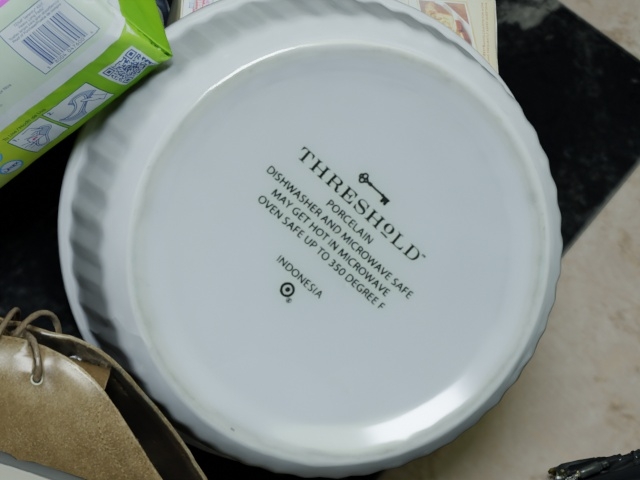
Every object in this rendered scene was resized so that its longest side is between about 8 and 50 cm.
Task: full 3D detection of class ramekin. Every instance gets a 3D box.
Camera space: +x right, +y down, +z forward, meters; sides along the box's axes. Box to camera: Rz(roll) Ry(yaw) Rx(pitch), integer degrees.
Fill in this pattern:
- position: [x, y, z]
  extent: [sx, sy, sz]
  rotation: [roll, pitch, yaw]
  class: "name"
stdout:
- position: [0.000, 0.000, 0.867]
  extent: [0.273, 0.127, 0.272]
  rotation: [-1, 98, -9]
  class: "ramekin"

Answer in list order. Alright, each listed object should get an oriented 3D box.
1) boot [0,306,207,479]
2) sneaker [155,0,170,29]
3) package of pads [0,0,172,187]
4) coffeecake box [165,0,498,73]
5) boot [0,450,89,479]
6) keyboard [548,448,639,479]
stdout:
- position: [-0.164, 0.055, 0.798]
  extent: [0.305, 0.115, 0.112]
  rotation: [54, 21, -15]
  class: "boot"
- position: [-0.106, -0.198, 1.061]
  extent: [0.226, 0.086, 0.163]
  rotation: [-26, 61, -21]
  class: "sneaker"
- position: [-0.221, -0.154, 0.908]
  extent: [0.101, 0.229, 0.296]
  rotation: [31, 31, -47]
  class: "package of pads"
- position: [-0.004, -0.091, 0.996]
  extent: [0.186, 0.142, 0.068]
  rotation: [9, 55, -11]
  class: "coffeecake box"
- position: [-0.161, 0.159, 0.368]
  extent: [0.377, 0.138, 0.284]
  rotation: [30, 43, 7]
  class: "boot"
- position: [0.182, 0.128, 0.854]
  extent: [0.201, 0.317, 0.033]
  rotation: [-19, 90, -67]
  class: "keyboard"
